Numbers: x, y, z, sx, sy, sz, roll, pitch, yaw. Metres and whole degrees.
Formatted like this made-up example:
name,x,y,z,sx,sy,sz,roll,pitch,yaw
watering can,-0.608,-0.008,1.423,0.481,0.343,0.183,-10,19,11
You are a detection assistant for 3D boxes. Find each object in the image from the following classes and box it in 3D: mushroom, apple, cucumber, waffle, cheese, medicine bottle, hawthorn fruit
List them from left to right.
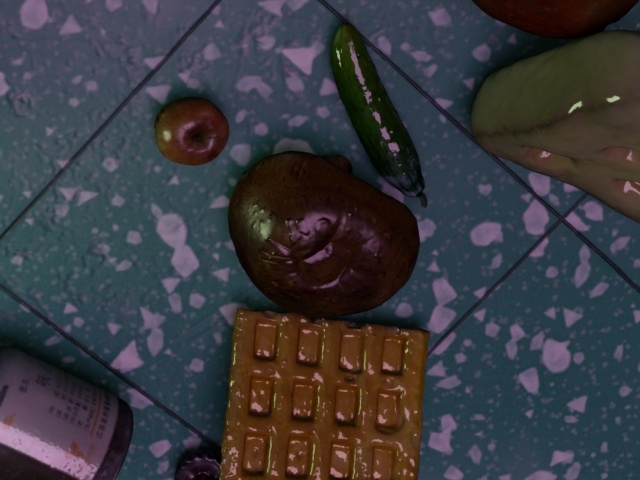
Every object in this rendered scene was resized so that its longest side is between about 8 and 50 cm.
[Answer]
name,x,y,z,sx,sy,sz,roll,pitch,yaw
medicine bottle,-0.368,0.206,1.919,0.273,0.165,0.165,30,104,-19
apple,-0.147,-0.125,1.872,0.084,0.071,0.084,-7,116,-15
mushroom,0.001,0.005,1.909,0.231,0.138,0.194,22,106,-10
waffle,0.004,0.202,1.991,0.248,0.055,0.221,8,83,-14
cucumber,0.066,-0.136,1.912,0.056,0.056,0.250,-26,111,2
hawthorn fruit,0.259,-0.305,1.807,0.208,0.208,0.248,-39,127,7
cheese,0.378,-0.112,1.829,0.351,0.328,0.129,23,76,-16

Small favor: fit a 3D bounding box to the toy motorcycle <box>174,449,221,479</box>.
name,x,y,z,sx,sy,sz,roll,pitch,yaw
toy motorcycle,-0.068,0.326,2.060,0.229,0.094,0.129,3,114,-4
